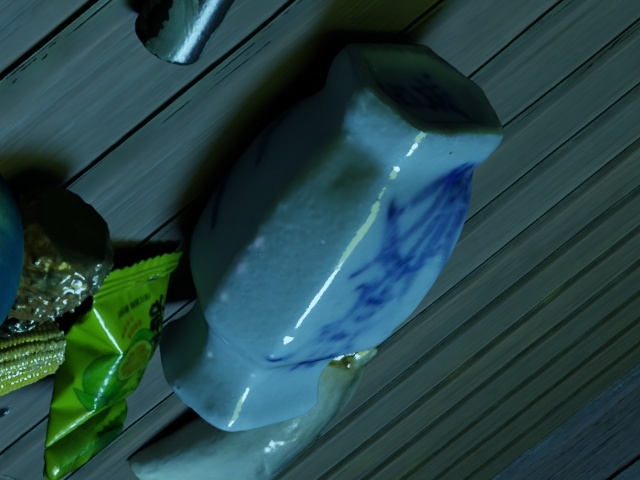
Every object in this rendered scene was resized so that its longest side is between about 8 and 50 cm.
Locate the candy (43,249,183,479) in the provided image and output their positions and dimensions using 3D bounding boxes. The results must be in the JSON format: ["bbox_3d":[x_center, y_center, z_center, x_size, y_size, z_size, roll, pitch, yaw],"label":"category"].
[{"bbox_3d":[-0.215,0.114,1.339,0.149,0.069,0.246,-35,154,-59],"label":"candy"}]

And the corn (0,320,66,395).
[{"bbox_3d":[-0.318,0.121,1.239,0.165,0.063,0.085,-18,140,-40],"label":"corn"}]

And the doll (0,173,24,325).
[{"bbox_3d":[-0.314,-0.016,0.863,0.198,0.186,0.322,0,151,21],"label":"doll"}]

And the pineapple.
[{"bbox_3d":[-0.263,0.037,1.141,0.197,0.108,0.108,-37,159,33],"label":"pineapple"}]

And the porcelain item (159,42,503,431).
[{"bbox_3d":[0.000,0.000,1.315,0.242,0.178,0.405,-6,138,-47],"label":"porcelain item"}]

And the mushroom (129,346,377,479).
[{"bbox_3d":[-0.051,0.194,1.658,0.397,0.126,0.177,-45,146,24],"label":"mushroom"}]

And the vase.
[{"bbox_3d":[-0.067,-0.224,0.973,0.060,0.060,0.211,-8,143,-47],"label":"vase"}]
